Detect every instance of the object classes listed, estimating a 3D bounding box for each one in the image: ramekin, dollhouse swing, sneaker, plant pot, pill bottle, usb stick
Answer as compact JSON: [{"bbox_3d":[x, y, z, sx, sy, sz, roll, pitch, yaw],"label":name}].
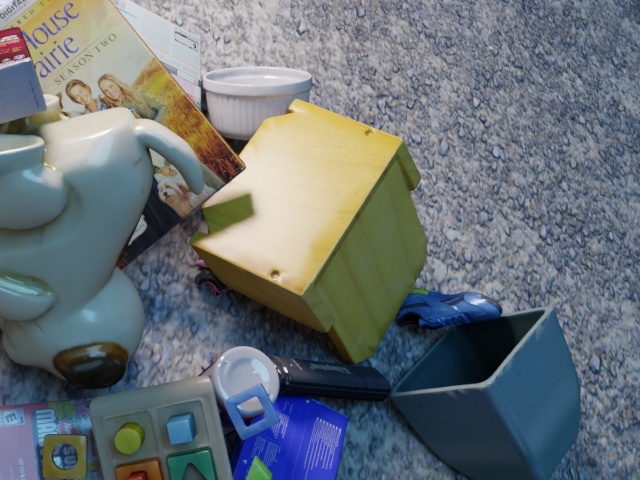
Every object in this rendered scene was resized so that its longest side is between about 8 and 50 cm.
[{"bbox_3d":[-0.118,-0.261,1.664,0.207,0.207,0.109,-16,116,-36],"label":"ramekin"},{"bbox_3d":[0.000,0.000,1.593,0.315,0.305,0.347,24,65,19],"label":"dollhouse swing"},{"bbox_3d":[-0.169,0.073,1.550,0.119,0.047,0.057,18,78,-20],"label":"sneaker"},{"bbox_3d":[0.328,0.302,1.590,0.247,0.247,0.252,-39,104,-39],"label":"plant pot"},{"bbox_3d":[-0.150,0.245,1.361,0.108,0.193,0.108,14,59,-24],"label":"pill bottle"},{"bbox_3d":[0.242,0.143,1.659,0.082,0.209,0.069,-60,136,-33],"label":"sneaker"},{"bbox_3d":[0.015,0.238,1.500,0.278,0.045,0.077,14,27,-45],"label":"usb stick"}]

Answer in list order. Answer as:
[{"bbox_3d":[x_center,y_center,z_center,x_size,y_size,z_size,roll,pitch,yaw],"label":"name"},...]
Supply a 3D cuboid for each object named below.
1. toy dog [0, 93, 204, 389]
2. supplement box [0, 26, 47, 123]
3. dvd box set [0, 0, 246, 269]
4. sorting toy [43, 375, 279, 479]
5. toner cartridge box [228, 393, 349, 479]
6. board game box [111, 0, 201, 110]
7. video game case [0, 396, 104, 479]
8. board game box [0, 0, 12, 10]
[{"bbox_3d":[-0.371,0.012,1.269,0.395,0.408,0.284,-8,27,-17],"label":"toy dog"},{"bbox_3d":[-0.451,-0.220,1.181,0.130,0.239,0.073,-19,118,-14],"label":"supplement box"},{"bbox_3d":[-0.364,-0.183,1.377,0.307,0.062,0.420,-38,108,0],"label":"dvd box set"},{"bbox_3d":[-0.226,0.304,1.232,0.347,0.047,0.196,-12,90,1],"label":"sorting toy"},{"bbox_3d":[-0.069,0.388,1.350,0.165,0.075,0.348,30,39,-10],"label":"toner cartridge box"},{"bbox_3d":[-0.327,-0.269,1.573,0.224,0.097,0.303,21,53,-38],"label":"board game box"},{"bbox_3d":[-0.342,0.336,1.307,0.285,0.025,0.204,0,64,-31],"label":"video game case"},{"bbox_3d":[-0.598,-0.358,1.528,0.389,0.050,0.390,7,61,-27],"label":"board game box"}]
